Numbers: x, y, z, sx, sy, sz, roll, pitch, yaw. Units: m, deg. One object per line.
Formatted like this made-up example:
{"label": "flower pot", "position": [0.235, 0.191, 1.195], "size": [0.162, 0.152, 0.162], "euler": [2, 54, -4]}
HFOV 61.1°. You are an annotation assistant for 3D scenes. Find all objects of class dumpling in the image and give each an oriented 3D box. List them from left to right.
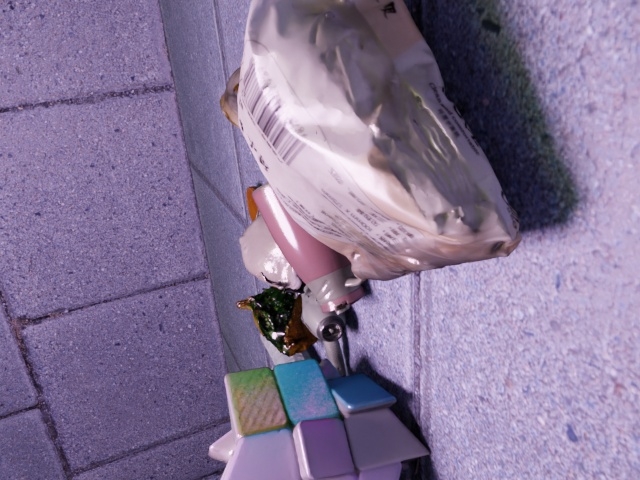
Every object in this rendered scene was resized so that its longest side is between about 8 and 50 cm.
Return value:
{"label": "dumpling", "position": [-0.077, -0.003, 1.205], "size": [0.204, 0.163, 0.293], "euler": [-64, 29, 9]}

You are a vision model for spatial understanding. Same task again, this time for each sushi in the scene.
{"label": "sushi", "position": [-0.107, 0.178, 1.346], "size": [0.287, 0.140, 0.149], "euler": [37, 118, 45]}

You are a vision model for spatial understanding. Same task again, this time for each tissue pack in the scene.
{"label": "tissue pack", "position": [0.039, -0.111, 0.677], "size": [0.375, 0.195, 0.390], "euler": [59, 163, -1]}

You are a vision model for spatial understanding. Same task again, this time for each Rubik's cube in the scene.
{"label": "Rubik's cube", "position": [-0.030, 0.401, 0.996], "size": [0.358, 0.387, 0.368], "euler": [115, 178, -58]}

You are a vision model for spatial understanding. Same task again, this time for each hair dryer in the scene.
{"label": "hair dryer", "position": [0.006, 0.193, 1.209], "size": [0.229, 0.092, 0.267], "euler": [-115, 11, -48]}

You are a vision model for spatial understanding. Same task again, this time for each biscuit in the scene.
{"label": "biscuit", "position": [-0.137, -0.012, 1.469], "size": [0.205, 0.049, 0.324], "euler": [108, 143, -54]}

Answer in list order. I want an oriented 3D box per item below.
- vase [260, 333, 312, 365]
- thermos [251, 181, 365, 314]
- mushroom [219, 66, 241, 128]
{"label": "vase", "position": [-0.061, 0.324, 1.383], "size": [0.299, 0.143, 0.143], "euler": [-123, 27, -50]}
{"label": "thermos", "position": [0.000, 0.000, 0.995], "size": [0.176, 0.146, 0.265], "euler": [-27, 88, 52]}
{"label": "mushroom", "position": [-0.116, -0.283, 1.119], "size": [0.397, 0.126, 0.177], "euler": [39, 147, 54]}
